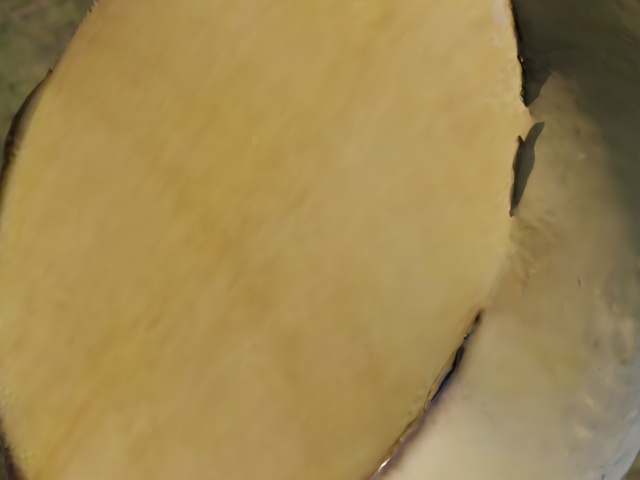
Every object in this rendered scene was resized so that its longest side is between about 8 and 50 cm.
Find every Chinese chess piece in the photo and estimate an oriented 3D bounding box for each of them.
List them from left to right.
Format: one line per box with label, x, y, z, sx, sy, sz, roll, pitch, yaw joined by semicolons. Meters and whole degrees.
Chinese chess piece;0.000;0.000;0.608;0.104;0.257;0.257;21;132;-42
